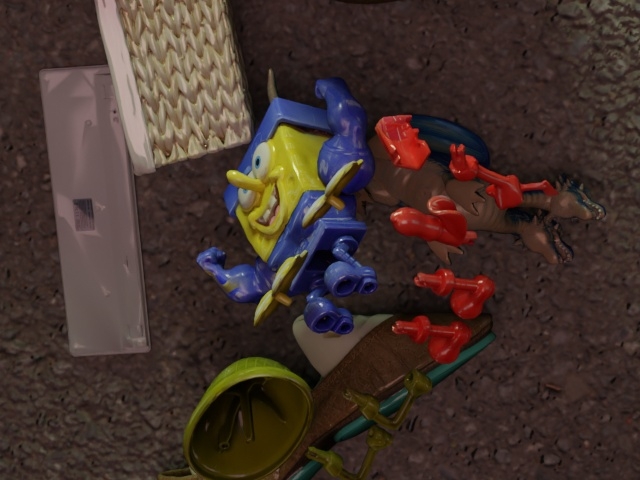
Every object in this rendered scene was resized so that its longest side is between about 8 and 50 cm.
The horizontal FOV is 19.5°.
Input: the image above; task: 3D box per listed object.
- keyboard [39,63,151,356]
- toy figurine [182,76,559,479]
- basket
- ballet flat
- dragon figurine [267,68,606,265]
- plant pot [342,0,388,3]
[{"bbox_3d":[-0.194,-0.023,1.605,0.072,0.014,0.256,-2,104,9],"label":"keyboard"},{"bbox_3d":[0.000,0.000,1.464,0.191,0.217,0.362,5,131,-29],"label":"toy figurine"},{"bbox_3d":[-0.117,-0.149,1.516,0.103,0.113,0.167,-11,103,2],"label":"basket"},{"bbox_3d":[-0.011,0.140,1.599,0.342,0.116,0.124,-42,80,16],"label":"ballet flat"},{"bbox_3d":[0.088,-0.053,1.542,0.289,0.144,0.085,25,107,16],"label":"dragon figurine"},{"bbox_3d":[0.030,-0.282,1.400,0.237,0.254,0.237,1,104,4],"label":"plant pot"}]
